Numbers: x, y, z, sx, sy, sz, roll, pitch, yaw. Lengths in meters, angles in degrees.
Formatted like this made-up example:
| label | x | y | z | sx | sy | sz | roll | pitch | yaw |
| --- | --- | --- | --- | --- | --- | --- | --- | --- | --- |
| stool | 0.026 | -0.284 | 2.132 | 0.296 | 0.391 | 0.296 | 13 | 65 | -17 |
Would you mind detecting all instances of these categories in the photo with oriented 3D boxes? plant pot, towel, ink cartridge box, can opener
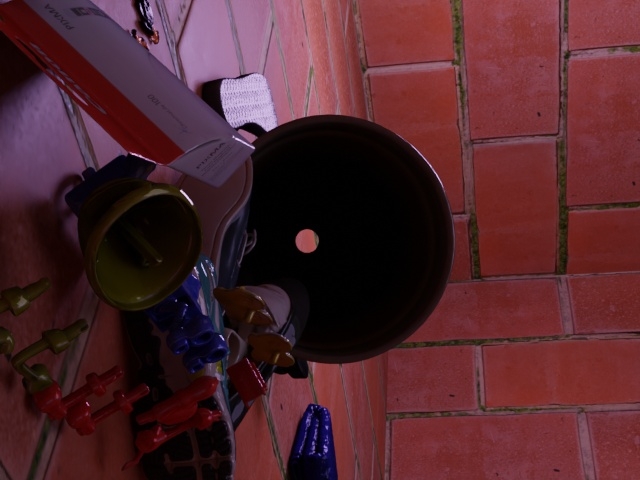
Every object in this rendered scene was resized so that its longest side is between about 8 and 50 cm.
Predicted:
| label | x | y | z | sx | sy | sz | roll | pitch | yaw |
| --- | --- | --- | --- | --- | --- | --- | --- | --- | --- |
| plant pot | 0.000 | 0.000 | 1.526 | 0.280 | 0.323 | 0.323 | 173 | -86 | -83 |
| towel | -0.004 | 0.483 | 2.008 | 0.227 | 0.076 | 0.308 | -90 | 174 | -74 |
| ink cartridge box | -0.156 | -0.129 | 0.840 | 0.189 | 0.066 | 0.232 | 43 | 0 | 9 |
| can opener | -0.070 | 0.146 | 1.712 | 0.059 | 0.073 | 0.186 | -72 | 150 | -47 |

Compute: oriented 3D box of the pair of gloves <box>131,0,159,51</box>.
| label | x | y | z | sx | sy | sz | roll | pitch | yaw |
| --- | --- | --- | --- | --- | --- | --- | --- | --- | --- |
| pair of gloves | -0.190 | -0.223 | 1.184 | 0.074 | 0.010 | 0.083 | 71 | 17 | -61 |

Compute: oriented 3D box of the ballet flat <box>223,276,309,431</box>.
| label | x | y | z | sx | sy | sz | roll | pitch | yaw |
| --- | --- | --- | --- | --- | --- | --- | --- | --- | --- |
| ballet flat | -0.085 | 0.119 | 1.254 | 0.096 | 0.095 | 0.280 | 83 | 25 | -43 |

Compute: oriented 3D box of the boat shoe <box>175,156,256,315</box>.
| label | x | y | z | sx | sy | sz | roll | pitch | yaw |
| --- | --- | --- | --- | --- | --- | --- | --- | --- | --- |
| boat shoe | -0.124 | 0.001 | 1.250 | 0.079 | 0.095 | 0.254 | 75 | 16 | -51 |

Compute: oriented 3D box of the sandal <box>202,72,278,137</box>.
| label | x | y | z | sx | sy | sz | roll | pitch | yaw |
| --- | --- | --- | --- | --- | --- | --- | --- | --- | --- |
| sandal | -0.120 | -0.194 | 1.557 | 0.254 | 0.054 | 0.097 | -5 | 84 | -72 |

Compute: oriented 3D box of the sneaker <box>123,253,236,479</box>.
| label | x | y | z | sx | sy | sz | roll | pitch | yaw |
| --- | --- | --- | --- | --- | --- | --- | --- | --- | --- |
| sneaker | -0.123 | 0.143 | 1.100 | 0.110 | 0.107 | 0.275 | -19 | 106 | -70 |

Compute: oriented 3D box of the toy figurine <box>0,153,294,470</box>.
| label | x | y | z | sx | sy | sz | roll | pitch | yaw |
| --- | --- | --- | --- | --- | --- | --- | --- | --- | --- |
| toy figurine | -0.179 | 0.015 | 0.904 | 0.217 | 0.191 | 0.362 | 57 | -4 | 30 |

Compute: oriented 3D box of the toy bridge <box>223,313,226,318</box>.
| label | x | y | z | sx | sy | sz | roll | pitch | yaw |
| --- | --- | --- | --- | --- | --- | --- | --- | --- | --- |
| toy bridge | -0.115 | 0.131 | 1.500 | 0.188 | 0.026 | 0.063 | 41 | 45 | -79 |
